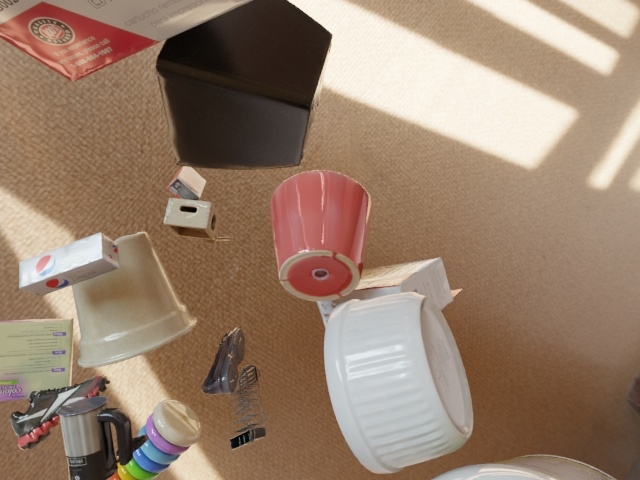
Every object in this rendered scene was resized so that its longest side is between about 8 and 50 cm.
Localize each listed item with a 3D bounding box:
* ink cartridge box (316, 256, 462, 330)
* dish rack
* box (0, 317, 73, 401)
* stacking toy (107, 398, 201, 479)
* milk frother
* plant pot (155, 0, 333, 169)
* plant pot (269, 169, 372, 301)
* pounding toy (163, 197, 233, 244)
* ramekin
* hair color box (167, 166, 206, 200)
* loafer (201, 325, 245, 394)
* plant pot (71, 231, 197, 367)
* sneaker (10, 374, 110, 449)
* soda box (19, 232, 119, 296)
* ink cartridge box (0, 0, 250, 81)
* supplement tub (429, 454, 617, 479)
[{"bbox_3d":[0.189,0.144,1.275,0.272,0.309,0.130,-24,98,-44],"label":"ink cartridge box"},{"bbox_3d":[-0.270,0.591,1.649,0.074,0.208,0.272,6,58,-31],"label":"dish rack"},{"bbox_3d":[-0.924,0.378,1.484,0.213,0.117,0.243,1,83,-25],"label":"box"},{"bbox_3d":[-0.459,0.578,1.191,0.141,0.141,0.330,38,96,-20],"label":"stacking toy"},{"bbox_3d":[-0.405,0.361,0.867,0.129,0.143,0.135,-7,92,-8],"label":"milk frother"},{"bbox_3d":[-0.084,-0.198,0.591,0.167,0.188,0.187,16,63,-3],"label":"plant pot"},{"bbox_3d":[0.000,0.000,1.154,0.275,0.243,0.275,1,136,1],"label":"plant pot"},{"bbox_3d":[-0.355,-0.055,1.420,0.181,0.206,0.094,6,75,2],"label":"pounding toy"},{"bbox_3d":[0.101,0.160,0.552,0.109,0.207,0.207,-22,107,23],"label":"ramekin"},{"bbox_3d":[-0.431,-0.180,1.488,0.053,0.167,0.093,-41,113,12],"label":"hair color box"},{"bbox_3d":[-0.309,0.376,1.471,0.095,0.302,0.109,-13,111,4],"label":"loafer"},{"bbox_3d":[-0.559,0.146,1.308,0.333,0.334,0.305,-18,98,-18],"label":"plant pot"},{"bbox_3d":[-0.766,0.471,1.345,0.276,0.097,0.135,-35,92,-28],"label":"sneaker"},{"bbox_3d":[-0.594,0.059,1.088,0.216,0.069,0.074,-20,63,4],"label":"soda box"},{"bbox_3d":[-0.252,-0.317,0.321,0.384,0.279,0.160,30,56,-58],"label":"ink cartridge box"},{"bbox_3d":[0.180,0.309,0.376,0.325,0.235,0.235,30,85,-50],"label":"supplement tub"}]
